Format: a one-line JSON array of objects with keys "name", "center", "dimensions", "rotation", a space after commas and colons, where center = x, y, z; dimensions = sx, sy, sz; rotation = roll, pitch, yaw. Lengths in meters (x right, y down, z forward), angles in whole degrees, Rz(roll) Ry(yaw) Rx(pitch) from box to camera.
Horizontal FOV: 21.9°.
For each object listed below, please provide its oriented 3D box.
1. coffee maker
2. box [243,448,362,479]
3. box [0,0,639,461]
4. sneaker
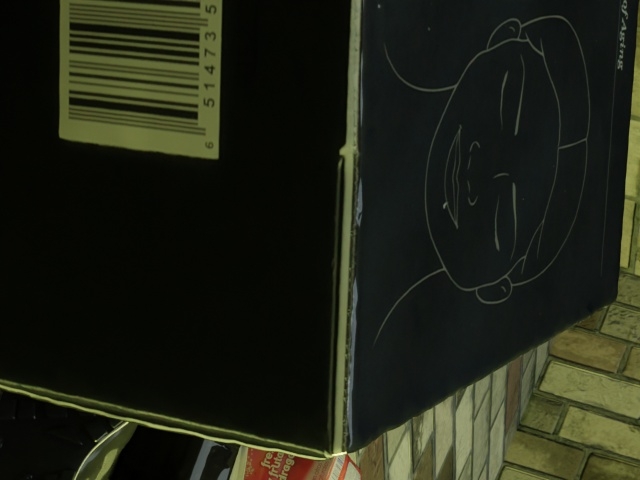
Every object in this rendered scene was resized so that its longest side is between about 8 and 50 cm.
[{"name": "coffee maker", "center": [-0.117, 0.168, 1.500], "dimensions": [0.171, 0.120, 0.178], "rotation": [31, 75, -71]}, {"name": "box", "center": [-0.078, 0.344, 1.725], "dimensions": [0.154, 0.142, 0.300], "rotation": [58, 50, -67]}, {"name": "box", "center": [0.014, -0.156, 1.141], "dimensions": [0.471, 0.297, 0.480], "rotation": [-16, 112, -58]}, {"name": "sneaker", "center": [-0.212, 0.172, 1.294], "dimensions": [0.283, 0.107, 0.124], "rotation": [-59, 172, -30]}]
